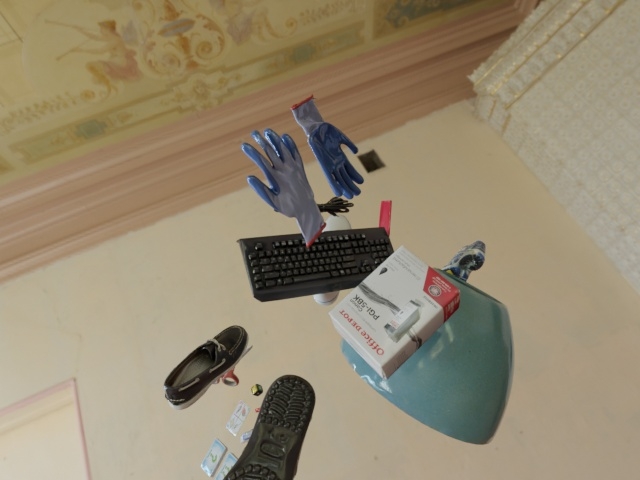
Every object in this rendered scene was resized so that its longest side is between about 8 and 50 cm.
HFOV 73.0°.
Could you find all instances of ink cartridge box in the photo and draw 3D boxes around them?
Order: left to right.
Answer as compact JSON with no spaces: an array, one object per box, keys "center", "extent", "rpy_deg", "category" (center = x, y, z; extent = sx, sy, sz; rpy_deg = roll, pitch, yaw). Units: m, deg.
[{"center":[0.093,0.089,0.546],"extent":[0.135,0.099,0.056],"rpy_deg":[-41,-32,-12],"category":"ink cartridge box"}]

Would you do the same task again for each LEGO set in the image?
[{"center":[-0.190,0.476,1.039],"extent":[0.060,0.182,0.244],"rpy_deg":[41,-106,-42],"category":"LEGO set"}]

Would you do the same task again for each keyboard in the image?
[{"center":[0.000,0.000,0.806],"extent":[0.317,0.202,0.033],"rpy_deg":[-5,-27,-33],"category":"keyboard"}]

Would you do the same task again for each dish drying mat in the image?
[{"center":[0.139,-0.044,0.929],"extent":[0.008,0.083,0.032],"rpy_deg":[4,-1,-40],"category":"dish drying mat"}]

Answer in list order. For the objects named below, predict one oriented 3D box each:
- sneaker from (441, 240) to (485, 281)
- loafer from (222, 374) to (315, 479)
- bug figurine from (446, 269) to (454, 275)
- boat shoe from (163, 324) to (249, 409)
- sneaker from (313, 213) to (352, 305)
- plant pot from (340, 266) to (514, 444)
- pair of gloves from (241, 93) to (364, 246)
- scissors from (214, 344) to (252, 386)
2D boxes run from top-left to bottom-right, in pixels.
[{"center":[0.292,0.044,0.877],"extent":[0.058,0.052,0.135],"rpy_deg":[-56,2,-31],"category":"sneaker"},{"center":[-0.101,0.455,0.848],"extent":[0.366,0.133,0.130],"rpy_deg":[-61,-16,-23],"category":"loafer"},{"center":[0.202,0.166,0.963],"extent":[0.072,0.216,0.279],"rpy_deg":[-44,9,-39],"category":"bug figurine"},{"center":[-0.133,0.140,0.513],"extent":[0.125,0.046,0.038],"rpy_deg":[-41,-40,-39],"category":"boat shoe"},{"center":[0.033,0.033,1.091],"extent":[0.094,0.258,0.091],"rpy_deg":[4,-30,8],"category":"sneaker"},{"center":[0.206,0.162,0.735],"extent":[0.290,0.290,0.196],"rpy_deg":[17,-77,-54],"category":"plant pot"},{"center":[-0.014,-0.098,0.573],"extent":[0.023,0.159,0.198],"rpy_deg":[-11,30,44],"category":"pair of gloves"},{"center":[-0.278,0.372,1.290],"extent":[0.108,0.021,0.297],"rpy_deg":[18,-42,-8],"category":"scissors"}]
